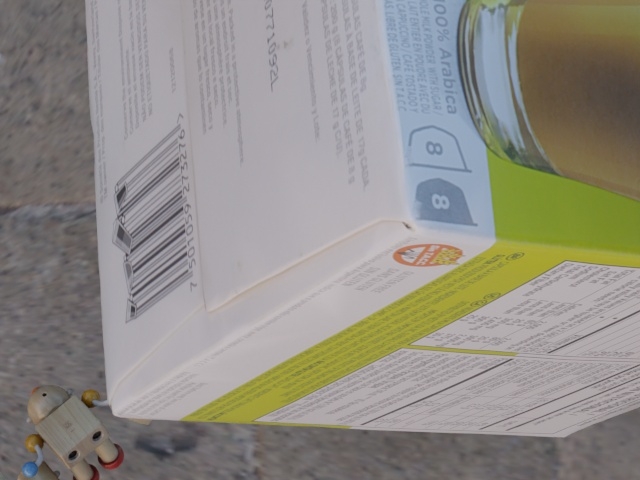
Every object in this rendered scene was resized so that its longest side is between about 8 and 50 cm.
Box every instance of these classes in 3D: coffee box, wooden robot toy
[{"bbox_3d":[0.086,-0.093,1.002,0.334,0.338,0.338,5,68,-28],"label":"coffee box"},{"bbox_3d":[-0.208,0.153,1.408,0.173,0.076,0.079,-38,55,-15],"label":"wooden robot toy"}]
